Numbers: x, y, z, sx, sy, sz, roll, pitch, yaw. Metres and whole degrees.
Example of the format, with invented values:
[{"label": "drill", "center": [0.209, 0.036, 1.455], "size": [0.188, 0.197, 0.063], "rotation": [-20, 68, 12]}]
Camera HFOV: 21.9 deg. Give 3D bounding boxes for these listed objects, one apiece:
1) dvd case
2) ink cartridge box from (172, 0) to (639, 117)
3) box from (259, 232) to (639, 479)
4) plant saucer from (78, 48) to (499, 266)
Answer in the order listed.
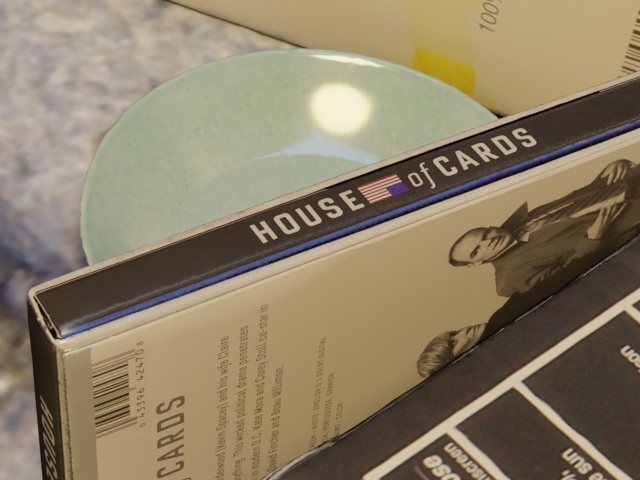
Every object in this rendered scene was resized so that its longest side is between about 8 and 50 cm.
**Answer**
[{"label": "dvd case", "center": [0.023, 0.044, 0.546], "size": [0.239, 0.179, 0.029], "rotation": [-19, 50, -23]}, {"label": "ink cartridge box", "center": [0.113, -0.199, 0.702], "size": [0.385, 0.279, 0.160], "rotation": [20, 49, 10]}, {"label": "box", "center": [0.177, 0.138, 0.482], "size": [0.294, 0.182, 0.296], "rotation": [-29, 57, -30]}, {"label": "plant saucer", "center": [0.000, 0.000, 0.676], "size": [0.195, 0.037, 0.195], "rotation": [3, 50, -4]}]
